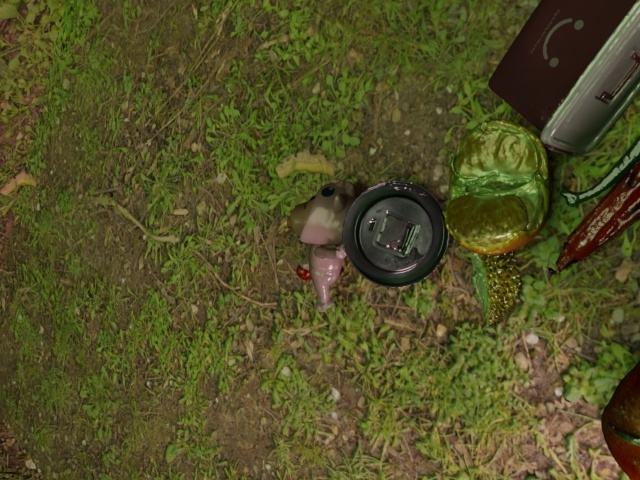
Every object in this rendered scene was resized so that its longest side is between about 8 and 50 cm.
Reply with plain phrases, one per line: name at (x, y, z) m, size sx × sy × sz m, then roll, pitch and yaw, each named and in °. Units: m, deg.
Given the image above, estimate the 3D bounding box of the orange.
orange at (0.324, -0.088, 1.147) m, size 0.179 × 0.158 × 0.237 m, roll 0°, pitch 80°, yaw 37°

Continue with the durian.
durian at (0.318, 0.057, 1.223) m, size 0.100 × 0.086 × 0.215 m, roll -15°, pitch 86°, yaw 51°

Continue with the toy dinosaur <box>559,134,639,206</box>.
toy dinosaur at (0.605, -0.180, 0.951) m, size 0.447 × 0.087 × 0.301 m, roll 8°, pitch 90°, yaw 31°

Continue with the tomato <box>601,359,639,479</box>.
tomato at (0.579, 0.251, 0.931) m, size 0.303 × 0.239 × 0.303 m, roll 6°, pitch 102°, yaw 27°

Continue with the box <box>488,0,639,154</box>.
box at (0.428, -0.303, 1.042) m, size 0.167 × 0.193 × 0.294 m, roll 50°, pitch 120°, yaw 34°

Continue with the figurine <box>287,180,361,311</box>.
figurine at (0.000, 0.000, 1.410) m, size 0.186 × 0.176 × 0.287 m, roll 19°, pitch 122°, yaw 10°

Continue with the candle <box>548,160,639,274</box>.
candle at (0.500, -0.042, 1.081) m, size 0.302 × 0.059 × 0.084 m, roll -52°, pitch 48°, yaw 27°

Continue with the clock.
clock at (0.149, -0.014, 1.287) m, size 0.215 × 0.042 × 0.215 m, roll 0°, pitch 95°, yaw -4°
